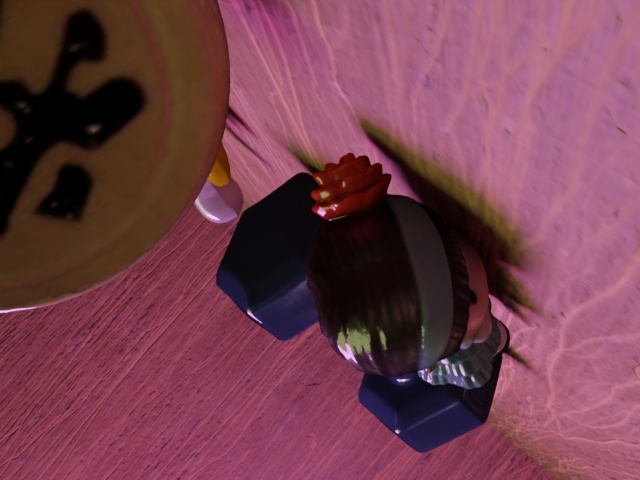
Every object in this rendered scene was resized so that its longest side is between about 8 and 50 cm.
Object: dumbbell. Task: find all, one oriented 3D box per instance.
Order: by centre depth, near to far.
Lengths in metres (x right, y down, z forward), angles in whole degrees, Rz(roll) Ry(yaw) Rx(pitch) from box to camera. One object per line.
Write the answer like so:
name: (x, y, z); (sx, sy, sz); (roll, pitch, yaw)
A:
dumbbell: (0.046, 0.078, 0.925); (0.316, 0.143, 0.156); (43, 175, -35)

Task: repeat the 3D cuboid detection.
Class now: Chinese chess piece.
Chinese chess piece: (-0.175, -0.086, 0.485); (0.257, 0.257, 0.104); (43, -172, -29)

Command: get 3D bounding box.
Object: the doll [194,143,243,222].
doll: (-0.181, -0.131, 1.010); (0.237, 0.111, 0.252); (39, 166, 6)

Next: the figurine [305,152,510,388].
figurine: (0.066, 0.037, 0.661); (0.138, 0.110, 0.245); (58, -170, 24)
